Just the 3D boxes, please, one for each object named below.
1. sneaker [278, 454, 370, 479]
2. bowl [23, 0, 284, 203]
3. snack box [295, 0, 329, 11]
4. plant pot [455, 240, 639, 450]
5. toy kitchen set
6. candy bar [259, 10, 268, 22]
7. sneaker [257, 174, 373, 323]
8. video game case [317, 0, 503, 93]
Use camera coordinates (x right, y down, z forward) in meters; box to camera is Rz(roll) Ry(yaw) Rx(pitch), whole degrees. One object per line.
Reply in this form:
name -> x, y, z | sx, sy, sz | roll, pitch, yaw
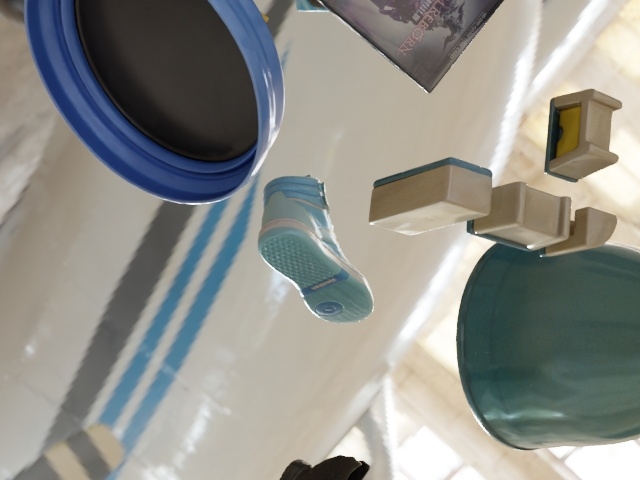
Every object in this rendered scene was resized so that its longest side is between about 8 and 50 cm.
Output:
sneaker -> -0.016, 0.304, 1.375 | 0.051, 0.089, 0.170 | 33, 80, -50
bowl -> -0.213, -0.230, 1.643 | 0.077, 0.391, 0.391 | -44, 173, -40
snack box -> 0.021, -0.535, 2.071 | 0.060, 0.187, 0.321 | -41, 128, -45
plant pot -> 0.344, 0.122, 1.500 | 0.255, 0.271, 0.271 | -3, -147, 47
toy kitchen set -> 0.170, -0.079, 1.213 | 0.122, 0.207, 0.166 | -16, -117, 55
candy bar -> -0.120, -0.328, 2.059 | 0.018, 0.040, 0.161 | -44, -159, 39
sneaker -> 0.000, 0.000, 2.291 | 0.127, 0.319, 0.208 | -19, -132, 20
video game case -> 0.121, -0.360, 1.782 | 0.196, 0.274, 0.026 | -52, -150, 5
